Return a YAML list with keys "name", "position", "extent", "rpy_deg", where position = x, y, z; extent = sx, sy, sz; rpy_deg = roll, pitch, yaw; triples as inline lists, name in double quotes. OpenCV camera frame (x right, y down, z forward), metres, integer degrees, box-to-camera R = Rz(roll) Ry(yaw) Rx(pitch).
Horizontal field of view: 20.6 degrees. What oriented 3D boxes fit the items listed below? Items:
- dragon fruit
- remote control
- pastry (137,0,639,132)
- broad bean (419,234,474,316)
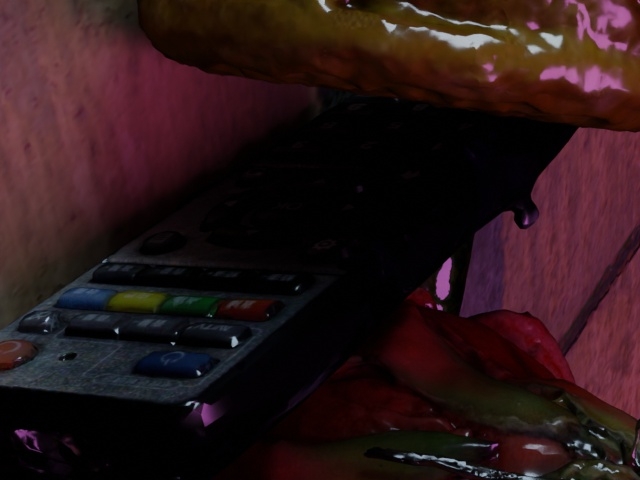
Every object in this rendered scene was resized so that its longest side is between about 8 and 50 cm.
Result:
- name: "dragon fruit"
  position: [0.051, 0.114, 0.797]
  extent: [0.234, 0.293, 0.234]
  rpy_deg: [27, 48, -33]
- name: "remote control"
  position: [0.000, 0.000, 0.765]
  extent: [0.399, 0.144, 0.062]
  rpy_deg: [-38, 123, -51]
- name: "pastry"
  position: [0.057, -0.117, 0.695]
  extent: [0.235, 0.240, 0.132]
  rpy_deg: [-3, 103, -62]
- name: "broad bean"
  position: [0.084, -0.007, 1.008]
  extent: [0.292, 0.049, 0.144]
  rpy_deg: [-66, 153, -14]
